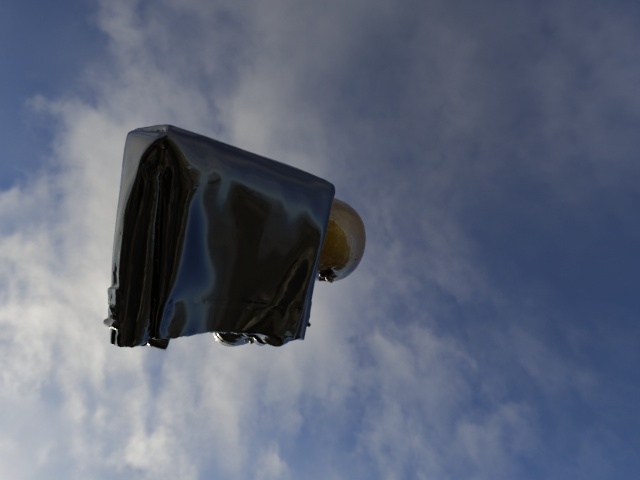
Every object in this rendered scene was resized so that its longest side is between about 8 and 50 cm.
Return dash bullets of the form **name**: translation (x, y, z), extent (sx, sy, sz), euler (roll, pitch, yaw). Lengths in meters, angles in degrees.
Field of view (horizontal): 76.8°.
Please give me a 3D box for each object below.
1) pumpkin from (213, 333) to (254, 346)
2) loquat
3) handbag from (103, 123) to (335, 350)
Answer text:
- **pumpkin**: translation (-0.241, 0.261, 1.278), extent (0.202, 0.202, 0.140), euler (-34, -114, 25)
- **loquat**: translation (0.000, 0.000, 0.904), extent (0.208, 0.208, 0.208), euler (4, -60, 7)
- **handbag**: translation (-0.113, 0.010, 0.512), extent (0.114, 0.285, 0.256), euler (1, -98, 43)
